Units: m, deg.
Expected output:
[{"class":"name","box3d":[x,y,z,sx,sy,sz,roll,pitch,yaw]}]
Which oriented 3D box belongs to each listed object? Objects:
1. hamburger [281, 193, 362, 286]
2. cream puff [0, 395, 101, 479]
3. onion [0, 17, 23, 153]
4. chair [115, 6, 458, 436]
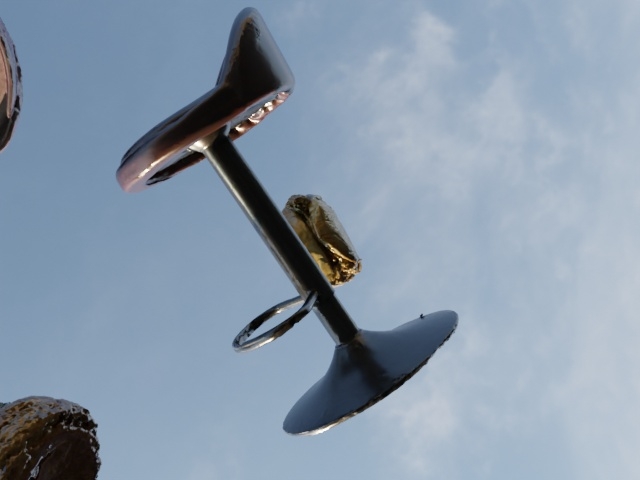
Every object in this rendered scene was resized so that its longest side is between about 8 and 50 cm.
[{"class":"hamburger","box3d":[0.000,0.000,1.192,0.083,0.138,0.147,-34,-99,2]},{"class":"cream puff","box3d":[-0.364,0.261,0.921,0.183,0.169,0.183,8,-90,-69]},{"class":"onion","box3d":[-0.520,-0.267,1.059,0.267,0.159,0.348,11,-63,-25]},{"class":"chair","box3d":[-0.052,-0.021,0.856,0.227,0.226,0.401,-34,-86,-27]}]
